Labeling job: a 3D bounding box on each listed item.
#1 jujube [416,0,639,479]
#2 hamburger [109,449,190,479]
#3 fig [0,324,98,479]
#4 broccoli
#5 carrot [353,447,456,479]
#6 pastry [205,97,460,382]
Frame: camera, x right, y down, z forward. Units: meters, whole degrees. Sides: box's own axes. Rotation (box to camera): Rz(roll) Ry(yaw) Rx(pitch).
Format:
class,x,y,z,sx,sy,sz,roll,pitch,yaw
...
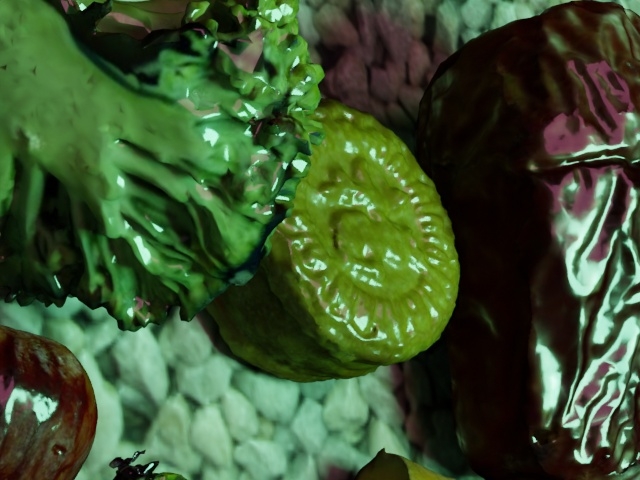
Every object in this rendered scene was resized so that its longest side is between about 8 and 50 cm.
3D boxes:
class,x,y,z,sx,sy,sz,roll,pitch,yaw
jujube,0.166,0.010,1.213,0.216,0.216,0.342,9,75,-41
hamburger,-0.104,0.200,0.918,0.189,0.093,0.164,29,63,-47
fig,-0.191,0.099,0.886,0.150,0.128,0.128,-40,100,-31
broccoli,-0.125,-0.099,0.982,0.273,0.242,0.180,54,22,-19
carrot,0.102,0.203,1.159,0.205,0.072,0.072,28,53,-40
pastry,0.000,0.000,1.124,0.189,0.103,0.188,21,56,-36
